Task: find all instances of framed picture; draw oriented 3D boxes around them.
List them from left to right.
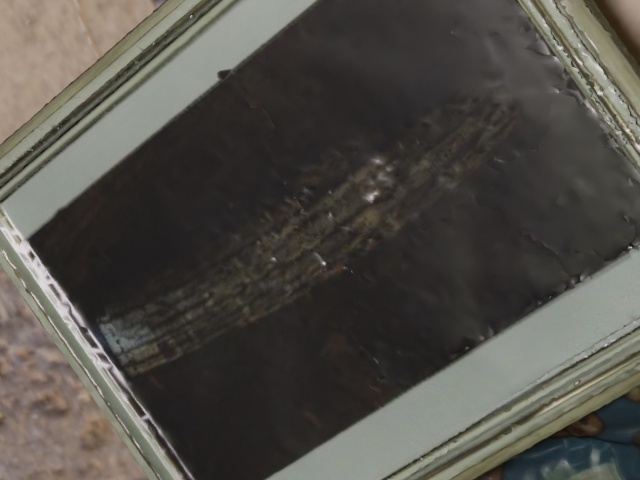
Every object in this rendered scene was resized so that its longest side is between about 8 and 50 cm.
[{"bbox_3d":[0.000,0.000,0.684,0.293,0.018,0.231,-36,89,32],"label":"framed picture"}]

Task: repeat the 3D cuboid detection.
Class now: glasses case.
[{"bbox_3d":[0.030,-0.111,0.656,0.033,0.023,0.083,-40,90,27],"label":"glasses case"}]

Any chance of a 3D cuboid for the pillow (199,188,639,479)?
[{"bbox_3d":[0.069,0.095,0.713,0.189,0.034,0.255,-25,96,33],"label":"pillow"}]
